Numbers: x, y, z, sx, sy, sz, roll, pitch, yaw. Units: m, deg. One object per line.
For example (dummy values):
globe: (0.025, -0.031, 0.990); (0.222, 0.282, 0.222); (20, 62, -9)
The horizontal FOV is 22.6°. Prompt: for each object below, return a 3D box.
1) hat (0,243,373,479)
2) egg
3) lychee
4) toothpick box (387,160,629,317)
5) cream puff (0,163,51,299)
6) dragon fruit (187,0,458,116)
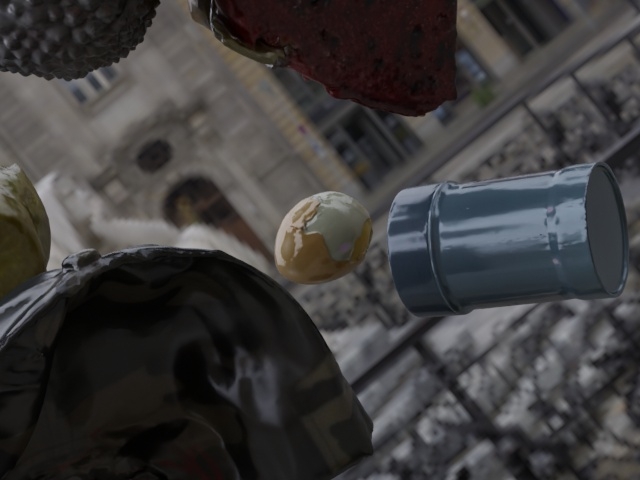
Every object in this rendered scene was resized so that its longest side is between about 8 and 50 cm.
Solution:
hat: (-0.186, 0.174, 1.087); (0.366, 0.257, 0.381); (-11, -12, -35)
egg: (0.000, 0.000, 1.291); (0.083, 0.071, 0.071); (-45, 4, -28)
lychee: (-0.192, -0.190, 1.071); (0.165, 0.197, 0.165); (-39, -30, -29)
toothpick box: (0.138, 0.001, 1.172); (0.153, 0.101, 0.101); (-6, 18, 26)
cream puff: (-0.395, -0.007, 1.191); (0.378, 0.275, 0.378); (-20, 37, 16)
dragon fruit: (-0.022, -0.236, 1.129); (0.205, 0.317, 0.152); (-20, 33, -33)
